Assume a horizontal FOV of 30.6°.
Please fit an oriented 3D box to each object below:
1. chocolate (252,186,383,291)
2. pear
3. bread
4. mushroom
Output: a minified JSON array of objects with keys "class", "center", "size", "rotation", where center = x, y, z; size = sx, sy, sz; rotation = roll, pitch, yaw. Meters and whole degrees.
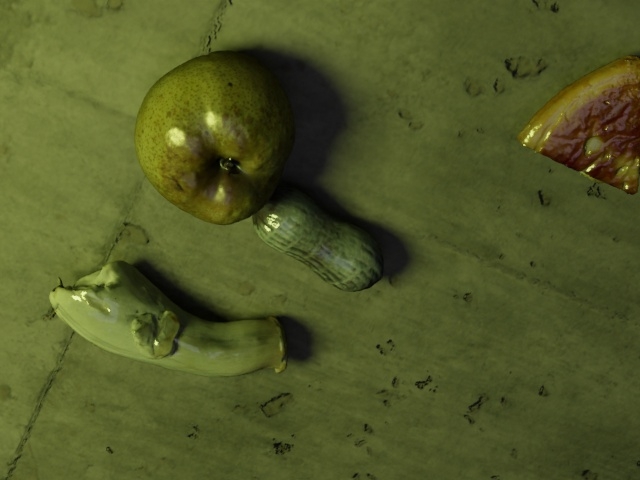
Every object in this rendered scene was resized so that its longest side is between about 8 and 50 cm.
[{"class":"chocolate","center":[0.000,0.000,1.268],"size":[0.167,0.072,0.072],"rotation":[34,110,-17]},{"class":"pear","center":[-0.103,-0.104,1.166],"size":[0.167,0.136,0.167],"rotation":[-4,121,-7]},{"class":"bread","center":[0.275,-0.116,1.240],"size":[0.136,0.054,0.154],"rotation":[-8,113,-2]},{"class":"mushroom","center":[-0.164,0.096,1.297],"size":[0.278,0.096,0.099],"rotation":[21,159,-17]}]
